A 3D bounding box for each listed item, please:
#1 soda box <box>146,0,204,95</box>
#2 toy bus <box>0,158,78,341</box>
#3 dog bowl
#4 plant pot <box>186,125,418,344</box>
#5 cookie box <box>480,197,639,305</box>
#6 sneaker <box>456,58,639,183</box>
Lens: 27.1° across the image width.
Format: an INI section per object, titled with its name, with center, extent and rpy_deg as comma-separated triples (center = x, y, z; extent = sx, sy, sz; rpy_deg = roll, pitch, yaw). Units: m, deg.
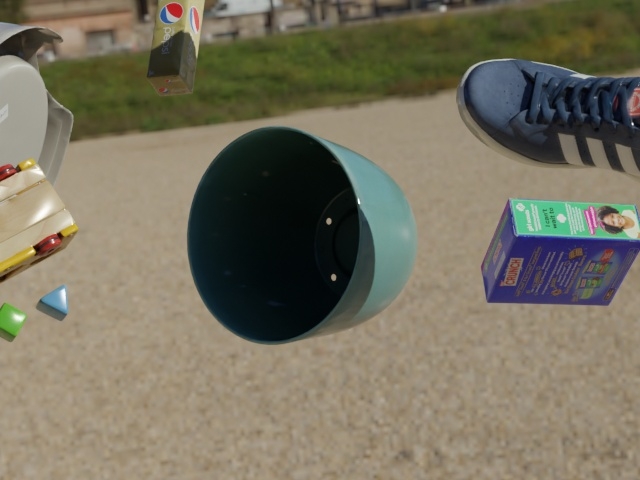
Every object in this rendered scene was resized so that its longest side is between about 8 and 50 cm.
[soda box]
center = -0.232, -0.325, 2.135
extent = 0.058, 0.181, 0.061
rpy_deg = -3, -25, 16
[toy bus]
center = -0.349, 0.006, 1.337
extent = 0.202, 0.191, 0.104
rpy_deg = 17, -25, -17
[dog bowl]
center = -0.428, -0.110, 1.616
extent = 0.102, 0.349, 0.349
rpy_deg = 21, 14, 11
[plant pot]
center = 0.000, 0.000, 1.856
extent = 0.293, 0.293, 0.235
rpy_deg = -1, -4, 35
[cookie box]
center = 0.193, 0.011, 1.070
extent = 0.107, 0.040, 0.092
rpy_deg = 2, -38, -10
[sneaker]
center = 0.331, -0.142, 1.479
extent = 0.350, 0.131, 0.148
rpy_deg = 14, -18, -6
